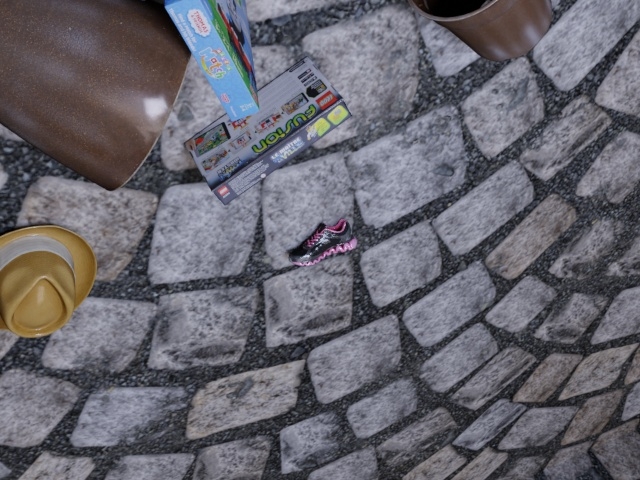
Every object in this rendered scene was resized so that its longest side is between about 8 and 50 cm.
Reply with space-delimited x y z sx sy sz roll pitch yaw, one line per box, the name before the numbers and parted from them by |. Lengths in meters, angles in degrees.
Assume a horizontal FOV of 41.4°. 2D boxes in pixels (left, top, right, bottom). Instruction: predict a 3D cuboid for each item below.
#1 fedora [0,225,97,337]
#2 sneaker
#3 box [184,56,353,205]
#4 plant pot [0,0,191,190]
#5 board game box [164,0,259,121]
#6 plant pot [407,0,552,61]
fedora | -0.388 0.071 1.152 0.194 0.079 0.194 -18 136 -18
sneaker | 0.000 0.000 1.370 0.119 0.047 0.057 -22 122 -18
box | -0.072 -0.146 1.120 0.207 0.114 0.036 -35 140 2
plant pot | -0.286 -0.195 0.889 0.230 0.215 0.215 24 115 -29
board game box | -0.119 -0.257 0.908 0.039 0.211 0.160 -18 141 9
plant pot | 0.218 -0.325 1.110 0.167 0.167 0.165 -45 145 13
